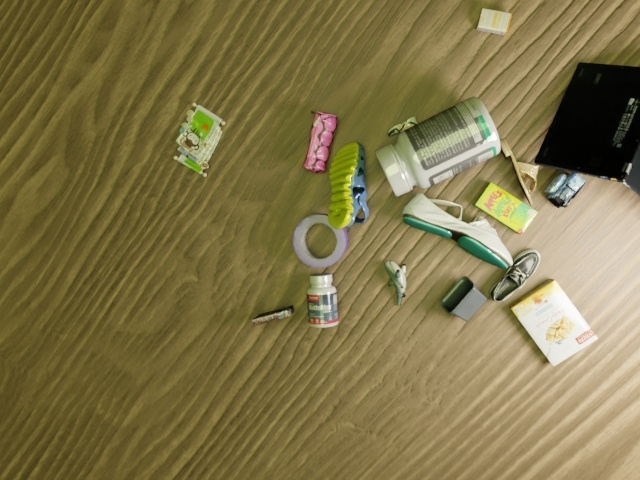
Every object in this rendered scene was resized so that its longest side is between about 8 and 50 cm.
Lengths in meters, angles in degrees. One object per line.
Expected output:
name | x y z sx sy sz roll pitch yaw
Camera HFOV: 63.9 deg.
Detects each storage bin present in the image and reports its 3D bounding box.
storage bin | 0.489 0.203 1.744 0.091 0.098 0.135 36 100 -22

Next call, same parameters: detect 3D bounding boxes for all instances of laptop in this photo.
laptop | 0.958 -0.311 1.604 0.407 0.236 0.382 21 80 36

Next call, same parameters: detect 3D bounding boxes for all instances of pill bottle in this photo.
pill bottle | 0.005 0.210 1.816 0.107 0.108 0.180 -4 93 10
pill bottle | 0.374 -0.295 1.665 0.361 0.204 0.204 -25 89 10

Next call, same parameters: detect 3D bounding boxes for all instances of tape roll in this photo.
tape roll | 0.000 0.000 1.816 0.189 0.080 0.189 1 93 10

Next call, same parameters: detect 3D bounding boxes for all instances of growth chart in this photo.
growth chart | -0.454 -0.376 1.901 0.172 0.021 0.237 25 97 9

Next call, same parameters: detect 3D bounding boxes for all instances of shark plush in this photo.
shark plush | 0.269 0.147 1.808 0.067 0.073 0.161 -4 115 29

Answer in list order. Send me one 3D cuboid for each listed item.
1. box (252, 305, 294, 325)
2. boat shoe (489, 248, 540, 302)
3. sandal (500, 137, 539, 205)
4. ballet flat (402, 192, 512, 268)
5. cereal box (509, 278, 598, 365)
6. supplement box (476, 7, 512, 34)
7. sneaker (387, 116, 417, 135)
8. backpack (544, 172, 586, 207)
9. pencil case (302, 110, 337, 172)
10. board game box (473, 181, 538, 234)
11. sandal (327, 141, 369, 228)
box | -0.170 0.272 1.858 0.137 0.094 0.027 -16 91 10
boat shoe | 0.655 0.122 1.711 0.077 0.070 0.219 39 99 5
sandal | 0.670 -0.238 1.676 0.079 0.088 0.240 -27 84 17
ballet flat | 0.473 -0.047 1.714 0.400 0.139 0.139 26 98 8
cereal box | 0.775 0.273 1.712 0.173 0.047 0.240 -37 87 11
supplement box | 0.570 -0.718 1.685 0.098 0.036 0.062 15 97 9
sneaker | 0.283 -0.383 1.759 0.109 0.040 0.044 -25 91 11
backpack | 0.786 -0.171 1.650 0.084 0.105 0.114 43 99 6
pencil case | -0.006 -0.340 1.784 0.095 0.098 0.209 12 96 15
board game box | 0.618 -0.107 1.716 0.181 0.043 0.092 34 99 6
sandal | 0.108 -0.183 1.772 0.126 0.138 0.318 -2 77 48
